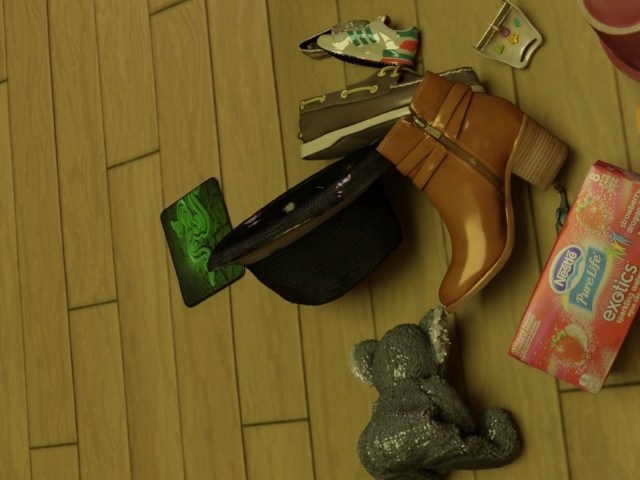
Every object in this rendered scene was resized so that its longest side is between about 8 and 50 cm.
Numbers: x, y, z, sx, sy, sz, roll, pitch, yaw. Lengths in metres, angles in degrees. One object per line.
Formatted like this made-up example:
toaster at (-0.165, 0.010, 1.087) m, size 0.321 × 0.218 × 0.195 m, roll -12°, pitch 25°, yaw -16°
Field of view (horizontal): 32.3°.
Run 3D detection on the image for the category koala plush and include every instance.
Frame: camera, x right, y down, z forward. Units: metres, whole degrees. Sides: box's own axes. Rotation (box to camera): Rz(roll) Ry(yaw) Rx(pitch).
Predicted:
koala plush at (0.130, 0.208, 1.504) m, size 0.196 × 0.203 × 0.221 m, roll -28°, pitch 58°, yaw 34°

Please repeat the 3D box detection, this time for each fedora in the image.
fedora at (0.000, 0.000, 1.602) m, size 0.334 × 0.334 × 0.152 m, roll -28°, pitch 100°, yaw 34°

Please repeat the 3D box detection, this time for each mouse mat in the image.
mouse mat at (-0.205, 0.004, 1.894) m, size 0.153 × 0.007 × 0.189 m, roll -31°, pitch 67°, yaw 33°

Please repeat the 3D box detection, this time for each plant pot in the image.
plant pot at (0.400, -0.289, 1.313) m, size 0.201 × 0.180 × 0.201 m, roll -3°, pitch 86°, yaw 39°

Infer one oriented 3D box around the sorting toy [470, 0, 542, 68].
sorting toy at (0.263, -0.276, 1.515) m, size 0.075 × 0.045 × 0.083 m, roll 43°, pitch 113°, yaw 25°

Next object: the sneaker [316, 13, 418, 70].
sneaker at (0.074, -0.302, 1.654) m, size 0.161 × 0.057 × 0.075 m, roll 16°, pitch 90°, yaw 26°

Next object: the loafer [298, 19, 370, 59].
loafer at (0.021, -0.311, 1.712) m, size 0.125 × 0.039 × 0.045 m, roll -15°, pitch 78°, yaw 37°

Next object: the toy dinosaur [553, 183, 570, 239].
toy dinosaur at (0.315, -0.029, 1.455) m, size 0.090 × 0.047 × 0.082 m, roll -47°, pitch 41°, yaw 38°

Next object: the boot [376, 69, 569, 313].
boot at (0.168, -0.065, 1.464) m, size 0.220 × 0.109 × 0.283 m, roll 29°, pitch 104°, yaw -1°

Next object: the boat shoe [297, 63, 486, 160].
boat shoe at (0.092, -0.200, 1.602) m, size 0.324 × 0.117 × 0.096 m, roll -17°, pitch 79°, yaw 43°

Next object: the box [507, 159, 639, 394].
box at (0.338, 0.041, 1.350) m, size 0.123 × 0.128 × 0.256 m, roll 25°, pitch 103°, yaw 13°

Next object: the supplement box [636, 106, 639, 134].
supplement box at (0.443, -0.149, 1.343) m, size 0.098 × 0.062 × 0.036 m, roll -9°, pitch 80°, yaw 39°
